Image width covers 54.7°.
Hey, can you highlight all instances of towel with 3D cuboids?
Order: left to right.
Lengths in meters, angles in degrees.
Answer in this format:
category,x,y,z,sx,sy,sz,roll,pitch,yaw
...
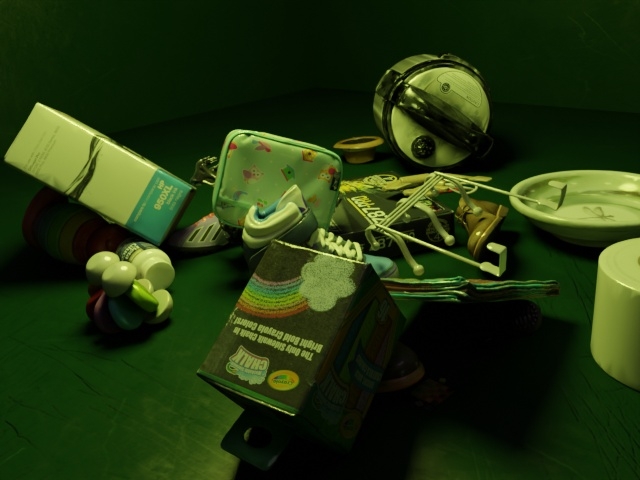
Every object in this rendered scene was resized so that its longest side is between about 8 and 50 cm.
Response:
category,x,y,z,sx,sy,sz,roll,pitch,yaw
towel,0.219,0.078,1.072,0.271,0.040,0.370,0,-3,41

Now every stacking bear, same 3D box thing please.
category,x,y,z,sx,sy,sz,roll,pitch,yaw
stacking bear,-0.590,-0.010,1.553,0.289,0.175,0.164,19,54,26

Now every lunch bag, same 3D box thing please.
category,x,y,z,sx,sy,sz,roll,pitch,yaw
lunch bag,-0.091,-0.113,1.361,0.279,0.224,0.108,13,6,-13

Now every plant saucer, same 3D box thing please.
category,x,y,z,sx,sy,sz,roll,pitch,yaw
plant saucer,0.660,-0.068,1.486,0.400,0.101,0.400,-4,22,2

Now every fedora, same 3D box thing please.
category,x,y,z,sx,sy,sz,roll,pitch,yaw
fedora,0.143,-0.328,2.258,0.194,0.079,0.194,-8,18,3

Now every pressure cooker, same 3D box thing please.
category,x,y,z,sx,sy,sz,roll,pitch,yaw
pressure cooker,0.377,-0.422,2.064,0.369,0.376,0.420,-11,20,3

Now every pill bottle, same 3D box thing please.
category,x,y,z,sx,sy,sz,roll,pitch,yaw
pill bottle,-0.399,0.056,1.418,0.094,0.094,0.169,-19,26,-31

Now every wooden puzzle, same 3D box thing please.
category,x,y,z,sx,sy,sz,roll,pitch,yaw
wooden puzzle,0.174,0.238,0.967,0.083,0.006,0.049,-24,29,-38

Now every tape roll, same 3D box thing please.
category,x,y,z,sx,sy,sz,roll,pitch,yaw
tape roll,0.562,0.114,0.973,0.246,0.169,0.246,-5,22,2

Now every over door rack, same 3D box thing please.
category,x,y,z,sx,sy,sz,roll,pitch,yaw
over door rack,0.283,-0.028,1.223,0.324,0.108,0.239,13,44,46

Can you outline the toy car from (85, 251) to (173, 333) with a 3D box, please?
category,x,y,z,sx,sy,sz,roll,pitch,yaw
toy car,-0.401,0.119,1.237,0.182,0.159,0.136,19,67,44

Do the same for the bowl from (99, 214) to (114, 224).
category,x,y,z,sx,sy,sz,roll,pitch,yaw
bowl,-0.644,-0.075,1.812,0.170,0.080,0.170,-4,23,2

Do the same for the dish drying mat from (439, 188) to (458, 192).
category,x,y,z,sx,sy,sz,roll,pitch,yaw
dish drying mat,0.373,-0.152,1.873,0.083,0.008,0.032,-6,23,-2

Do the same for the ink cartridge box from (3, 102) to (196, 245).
category,x,y,z,sx,sy,sz,roll,pitch,yaw
ink cartridge box,-0.524,-0.158,1.536,0.394,0.166,0.285,29,0,-10

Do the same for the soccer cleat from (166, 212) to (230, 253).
category,x,y,z,sx,sy,sz,roll,pitch,yaw
soccer cleat,-0.246,-0.048,1.609,0.318,0.117,0.108,-13,23,-19

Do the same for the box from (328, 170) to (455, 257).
category,x,y,z,sx,sy,sz,roll,pitch,yaw
box,0.119,-0.069,1.610,0.318,0.097,0.395,-12,24,-11

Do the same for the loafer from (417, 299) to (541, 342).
category,x,y,z,sx,sy,sz,roll,pitch,yaw
loafer,0.280,0.150,1.092,0.220,0.078,0.080,-1,63,31

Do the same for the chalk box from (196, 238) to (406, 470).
category,x,y,z,sx,sy,sz,roll,pitch,yaw
chalk box,-0.031,0.176,0.870,0.180,0.179,0.289,13,65,34

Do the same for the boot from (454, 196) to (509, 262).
category,x,y,z,sx,sy,sz,roll,pitch,yaw
boot,0.353,-0.033,1.417,0.115,0.112,0.305,28,22,10

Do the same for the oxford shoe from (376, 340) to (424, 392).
category,x,y,z,sx,sy,sz,roll,pitch,yaw
oxford shoe,0.011,0.150,1.050,0.363,0.133,0.130,14,28,38

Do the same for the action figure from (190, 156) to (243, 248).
category,x,y,z,sx,sy,sz,roll,pitch,yaw
action figure,-0.197,-0.083,1.494,0.141,0.276,0.164,-36,-14,0

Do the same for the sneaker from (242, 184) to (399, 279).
category,x,y,z,sx,sy,sz,roll,pitch,yaw
sneaker,0.000,0.000,1.281,0.322,0.236,0.130,-6,22,0

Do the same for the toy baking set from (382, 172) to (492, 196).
category,x,y,z,sx,sy,sz,roll,pitch,yaw
toy baking set,0.289,-0.136,1.562,0.256,0.030,0.197,-11,20,-17
